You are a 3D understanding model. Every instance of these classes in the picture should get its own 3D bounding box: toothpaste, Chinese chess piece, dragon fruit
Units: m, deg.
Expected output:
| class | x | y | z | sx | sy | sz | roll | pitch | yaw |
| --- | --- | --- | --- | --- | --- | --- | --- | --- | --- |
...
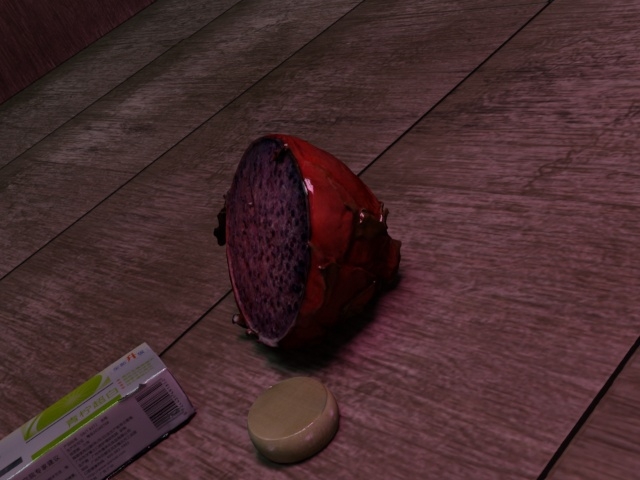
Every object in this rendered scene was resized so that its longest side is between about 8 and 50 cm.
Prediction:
| class | x | y | z | sx | sy | sz | roll | pitch | yaw |
| --- | --- | --- | --- | --- | --- | --- | --- | --- | --- |
| toothpaste | -0.283 | 0.230 | 0.901 | 0.337 | 0.067 | 0.081 | -35 | 26 | -15 |
| Chinese chess piece | -0.024 | 0.160 | 0.831 | 0.084 | 0.034 | 0.084 | -18 | 30 | 11 |
| dragon fruit | 0.002 | 0.001 | 0.953 | 0.148 | 0.223 | 0.218 | -2 | 58 | -26 |
